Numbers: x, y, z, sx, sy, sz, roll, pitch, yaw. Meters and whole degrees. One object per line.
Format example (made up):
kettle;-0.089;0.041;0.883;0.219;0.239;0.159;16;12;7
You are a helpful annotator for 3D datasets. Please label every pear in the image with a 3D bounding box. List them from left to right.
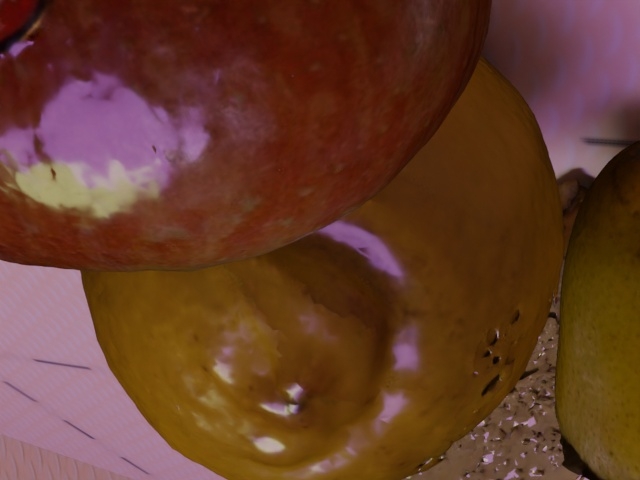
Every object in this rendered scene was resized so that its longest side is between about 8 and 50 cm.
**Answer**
pear;0.237;0.016;0.969;0.267;0.267;0.178;-6;120;47

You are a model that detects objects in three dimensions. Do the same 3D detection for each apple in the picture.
apple;-0.082;-0.131;0.676;0.309;0.277;0.250;-6;128;5

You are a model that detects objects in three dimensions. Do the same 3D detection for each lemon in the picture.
lemon;0.000;0.001;0.914;0.297;0.297;0.297;14;160;5

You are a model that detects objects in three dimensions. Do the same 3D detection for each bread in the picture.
bread;0.132;0.054;1.269;0.248;0.315;0.279;28;-160;-25
